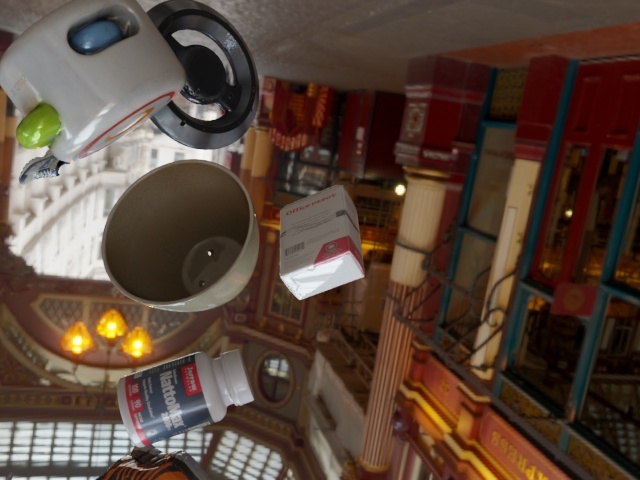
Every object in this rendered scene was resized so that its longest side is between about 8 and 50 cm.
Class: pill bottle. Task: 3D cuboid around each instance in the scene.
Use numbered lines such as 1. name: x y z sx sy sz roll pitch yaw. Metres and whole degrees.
1. pill bottle: -0.196 0.226 0.945 0.180 0.107 0.108 -18 -166 -8

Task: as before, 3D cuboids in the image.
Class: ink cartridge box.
1. ink cartridge box: 0.000 0.000 1.359 0.159 0.092 0.217 -21 -138 16

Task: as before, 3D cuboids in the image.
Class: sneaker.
1. sneaker: -0.272 0.409 0.954 0.180 0.124 0.321 -32 -171 -35
2. sneaker: -0.651 -0.172 1.515 0.058 0.135 0.052 42 149 1

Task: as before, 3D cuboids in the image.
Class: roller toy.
1. roller toy: -0.275 -0.202 0.772 0.191 0.146 0.209 -33 -169 9

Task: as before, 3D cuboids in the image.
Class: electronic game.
1. electronic game: -0.186 -0.252 0.972 0.229 0.229 0.048 -1 177 -45

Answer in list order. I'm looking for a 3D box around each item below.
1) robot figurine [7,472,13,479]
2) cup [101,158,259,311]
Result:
1. robot figurine: -0.581 0.573 1.072 0.200 0.299 0.353 4 -152 2
2. cup: -0.268 0.022 1.401 0.331 0.331 0.237 12 160 19
